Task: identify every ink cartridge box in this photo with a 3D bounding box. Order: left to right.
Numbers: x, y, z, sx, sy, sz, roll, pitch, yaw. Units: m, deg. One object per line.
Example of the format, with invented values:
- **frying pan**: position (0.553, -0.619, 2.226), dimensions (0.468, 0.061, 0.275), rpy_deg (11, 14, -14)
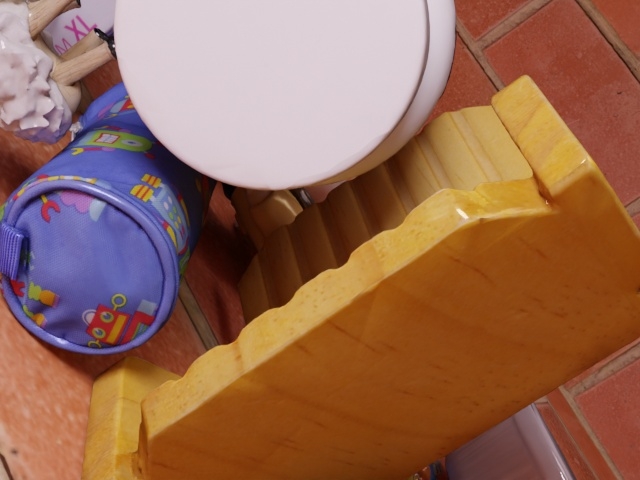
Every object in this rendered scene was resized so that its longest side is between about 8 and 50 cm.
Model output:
- **ink cartridge box**: position (-0.185, -0.232, 0.913), dimensions (0.065, 0.185, 0.311), rpy_deg (50, 15, -11)

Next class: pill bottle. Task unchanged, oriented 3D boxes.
- **pill bottle**: position (-0.006, -0.164, 0.747), dimensions (0.224, 0.224, 0.392), rpy_deg (53, 14, -6)

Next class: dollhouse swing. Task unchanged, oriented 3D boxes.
- **dollhouse swing**: position (0.017, -0.001, 0.706), dimensions (0.315, 0.346, 0.305), rpy_deg (38, 23, -51)

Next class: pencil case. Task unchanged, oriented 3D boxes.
- **pencil case**: position (-0.149, -0.037, 0.716), dimensions (0.133, 0.120, 0.306), rpy_deg (11, 23, -5)

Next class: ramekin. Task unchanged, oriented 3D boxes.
- **ramekin**: position (0.252, 0.325, 1.145), dimensions (0.273, 0.127, 0.273), rpy_deg (60, 8, -14)

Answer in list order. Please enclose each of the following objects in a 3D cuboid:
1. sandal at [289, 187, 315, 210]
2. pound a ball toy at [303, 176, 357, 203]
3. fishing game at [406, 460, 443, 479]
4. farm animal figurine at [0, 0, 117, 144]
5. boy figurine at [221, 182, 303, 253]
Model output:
- **sandal**: position (0.000, 0.000, 1.129), dimensions (0.090, 0.060, 0.219), rpy_deg (19, -28, 41)
- **pound a ball toy**: position (-0.039, -0.122, 1.168), dimensions (0.208, 0.136, 0.319), rpy_deg (25, -4, 42)
- **fishing game**: position (0.112, 0.268, 1.051), dimensions (0.264, 0.041, 0.189), rpy_deg (56, 16, 1)
- **farm animal figurine**: position (-0.301, -0.236, 0.619), dimensions (0.330, 0.172, 0.327), rpy_deg (57, -1, 43)
- **boy figurine**: position (-0.063, -0.015, 1.014), dimensions (0.285, 0.092, 0.177), rpy_deg (59, -14, 0)
